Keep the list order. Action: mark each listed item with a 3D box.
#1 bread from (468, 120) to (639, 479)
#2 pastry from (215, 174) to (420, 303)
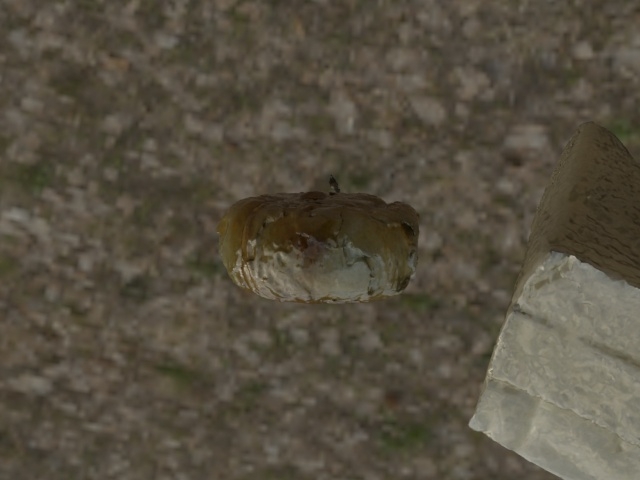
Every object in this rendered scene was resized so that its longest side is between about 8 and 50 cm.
[{"bbox_3d":[0.117,0.028,0.584,0.105,0.152,0.077,25,117,4],"label":"bread"},{"bbox_3d":[0.001,0.005,1.207,0.153,0.153,0.081,7,104,-2],"label":"pastry"}]
